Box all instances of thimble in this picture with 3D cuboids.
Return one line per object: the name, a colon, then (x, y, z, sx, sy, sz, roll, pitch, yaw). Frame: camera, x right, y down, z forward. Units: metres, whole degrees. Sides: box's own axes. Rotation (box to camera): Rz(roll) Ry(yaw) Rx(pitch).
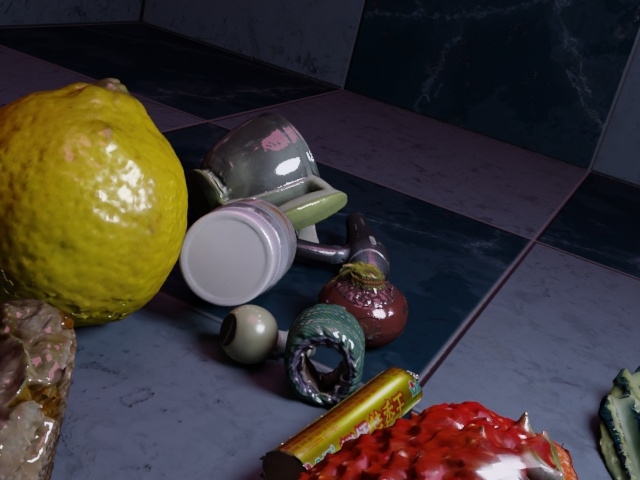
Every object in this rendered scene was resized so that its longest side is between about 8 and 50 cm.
thimble: (0.005, 0.168, 1.232, 0.119, 0.135, 0.090, 7, 23, 4)

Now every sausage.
sausage: (0.053, 0.250, 1.153, 0.082, 0.082, 0.372, 25, 23, 25)

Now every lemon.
lemon: (-0.367, -0.055, 1.249, 0.350, 0.387, 0.350, 13, 2, 0)

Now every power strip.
power strip: (-0.034, -0.013, 1.795, 0.048, 0.030, 0.191, 8, 22, -10)

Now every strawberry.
strawberry: (0.081, 0.301, 0.831, 0.344, 0.292, 0.292, -2, 23, -1)

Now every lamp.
lamp: (-0.074, 0.154, 1.307, 0.163, 0.091, 0.091, 19, 16, -32)
lamp: (0.074, 0.107, 1.426, 0.157, 0.134, 0.156, 15, 22, -4)

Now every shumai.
shumai: (-0.410, 0.167, 0.874, 0.283, 0.217, 0.346, 11, 25, -9)

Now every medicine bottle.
medicine bottle: (-0.132, 0.015, 1.410, 0.165, 0.165, 0.273, 15, 6, 2)

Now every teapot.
teapot: (-0.125, -0.089, 1.725, 0.239, 0.239, 0.321, -29, 64, -27)

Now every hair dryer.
hair dryer: (0.000, 0.000, 1.674, 0.272, 0.091, 0.235, 11, 30, -14)

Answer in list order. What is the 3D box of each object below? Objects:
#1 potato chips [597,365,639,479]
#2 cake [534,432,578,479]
potato chips: (0.608, 0.324, 1.322, 0.359, 0.070, 0.429, 17, 23, -1)
cake: (0.304, 0.333, 1.077, 0.117, 0.086, 0.220, -1, 25, -28)
